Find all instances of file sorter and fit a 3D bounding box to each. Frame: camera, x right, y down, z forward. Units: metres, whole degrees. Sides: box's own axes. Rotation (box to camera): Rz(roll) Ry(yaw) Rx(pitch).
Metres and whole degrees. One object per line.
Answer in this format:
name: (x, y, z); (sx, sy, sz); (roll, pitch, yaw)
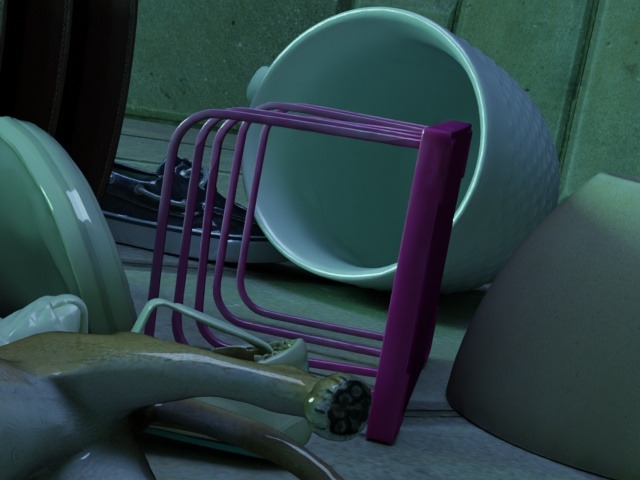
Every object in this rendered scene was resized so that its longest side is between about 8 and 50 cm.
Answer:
file sorter: (0.000, 0.000, 0.962); (0.182, 0.202, 0.291); (11, 8, 8)

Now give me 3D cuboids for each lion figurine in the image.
lion figurine: (-0.169, 0.074, 0.552); (0.392, 0.142, 0.240); (23, -10, -41)

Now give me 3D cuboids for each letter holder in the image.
letter holder: (-0.308, -0.153, 1.250); (0.214, 0.301, 0.152); (13, 8, 8)

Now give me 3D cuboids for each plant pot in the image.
plant pot: (0.253, 0.055, 0.964); (0.284, 0.190, 0.284); (11, 8, -2)

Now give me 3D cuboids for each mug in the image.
mug: (0.079, -0.096, 1.424); (0.374, 0.276, 0.328); (30, 8, 30)

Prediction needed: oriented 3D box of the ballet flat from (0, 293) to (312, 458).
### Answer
ballet flat: (-0.121, 0.069, 0.734); (0.248, 0.086, 0.086); (9, 8, -15)

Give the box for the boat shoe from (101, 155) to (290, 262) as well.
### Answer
boat shoe: (-0.159, -0.044, 1.404); (0.301, 0.102, 0.108); (11, 8, 2)

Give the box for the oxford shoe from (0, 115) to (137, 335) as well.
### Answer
oxford shoe: (-0.264, -0.012, 0.922); (0.130, 0.169, 0.449); (-23, 29, -29)
